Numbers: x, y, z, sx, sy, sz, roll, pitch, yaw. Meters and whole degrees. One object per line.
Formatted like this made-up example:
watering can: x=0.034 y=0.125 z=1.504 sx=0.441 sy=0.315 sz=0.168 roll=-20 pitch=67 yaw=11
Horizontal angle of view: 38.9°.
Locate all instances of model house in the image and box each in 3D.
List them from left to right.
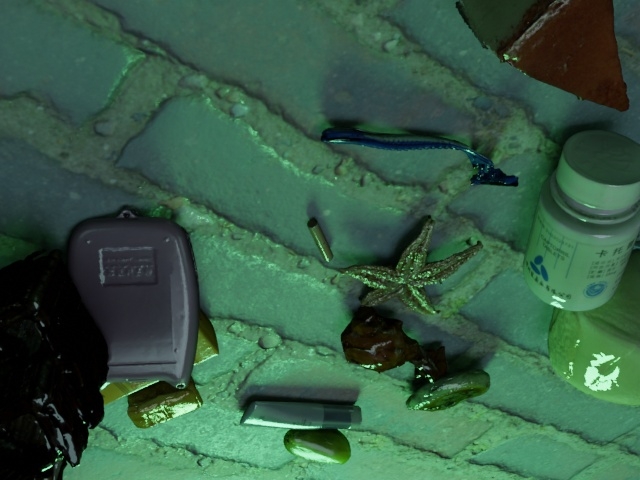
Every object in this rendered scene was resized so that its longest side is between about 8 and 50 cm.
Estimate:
model house: x=-0.428 y=0.175 z=1.202 sx=0.297 sy=0.317 sz=0.282 roll=21 pitch=113 yaw=-13

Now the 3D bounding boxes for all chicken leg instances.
chicken leg: x=0.155 y=0.208 z=1.701 sx=0.304 sy=0.093 sz=0.113 roll=24 pitch=109 yaw=-45

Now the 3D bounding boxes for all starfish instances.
starfish: x=0.170 y=0.060 z=1.571 sx=0.231 sy=0.048 sz=0.295 roll=-39 pitch=137 yaw=19

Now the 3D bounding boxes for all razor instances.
razor: x=0.146 y=-0.136 z=1.352 sx=0.324 sy=0.093 sz=0.056 roll=11 pitch=90 yaw=-27

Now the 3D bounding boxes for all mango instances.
mango: x=-0.005 y=0.412 z=1.854 sx=0.165 sy=0.074 sz=0.091 roll=28 pitch=147 yaw=-34

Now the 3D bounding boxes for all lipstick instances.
lipstick: x=0.000 y=0.000 z=1.455 sx=0.019 sy=0.019 sz=0.094 roll=-23 pitch=139 yaw=2

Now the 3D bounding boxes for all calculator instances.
calculator: x=-0.276 y=0.095 z=1.335 sx=0.194 sy=0.043 sz=0.294 roll=-1 pitch=110 yaw=-4

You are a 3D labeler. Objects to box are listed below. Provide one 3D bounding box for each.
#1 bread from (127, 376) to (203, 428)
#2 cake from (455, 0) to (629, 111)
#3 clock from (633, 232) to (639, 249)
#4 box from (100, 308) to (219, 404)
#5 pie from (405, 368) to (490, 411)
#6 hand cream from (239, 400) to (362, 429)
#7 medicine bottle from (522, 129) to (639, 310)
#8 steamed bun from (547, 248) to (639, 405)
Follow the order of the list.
bread: x=-0.279 y=0.289 z=1.621 sx=0.132 sy=0.053 sz=0.074 roll=-16 pitch=139 yaw=-9
cake: x=0.333 y=-0.296 z=1.176 sx=0.262 sy=0.158 sz=0.159 roll=12 pitch=130 yaw=-35
clock: x=0.588 y=-0.032 z=1.652 sx=0.147 sy=0.045 sz=0.108 roll=-11 pitch=137 yaw=-11
box: x=-0.323 y=0.170 z=1.459 sx=0.274 sy=0.076 sz=0.174 roll=-25 pitch=141 yaw=4
pie: x=0.265 y=0.314 z=1.865 sx=0.187 sy=0.041 sz=0.187 roll=-15 pitch=156 yaw=-7
hand cream: x=-0.037 y=0.349 z=1.796 sx=0.255 sy=0.048 sz=0.079 roll=9 pitch=128 yaw=-27
medicine bottle: x=0.439 y=-0.031 z=1.495 sx=0.170 sy=0.170 sz=0.293 roll=-11 pitch=137 yaw=-12
steamed bun: x=0.591 y=0.187 z=1.722 sx=0.273 sy=0.272 sz=0.290 roll=-17 pitch=135 yaw=-4
